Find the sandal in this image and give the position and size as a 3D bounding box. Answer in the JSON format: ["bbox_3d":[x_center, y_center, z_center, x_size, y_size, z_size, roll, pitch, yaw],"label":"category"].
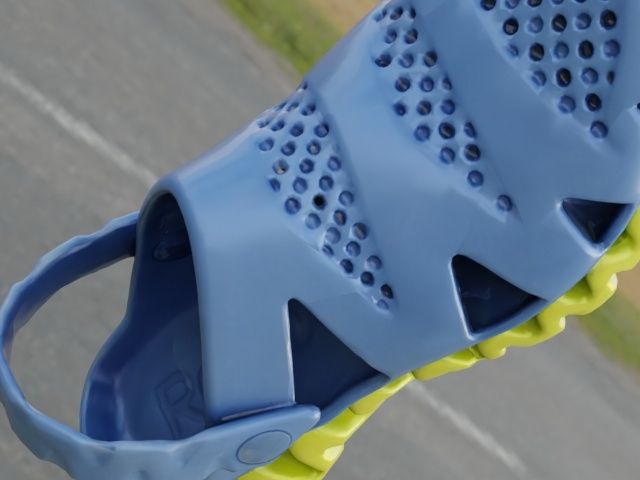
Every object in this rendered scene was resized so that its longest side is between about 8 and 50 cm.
[{"bbox_3d":[0.000,0.000,0.633,0.138,0.317,0.126,12,40,-49],"label":"sandal"}]
